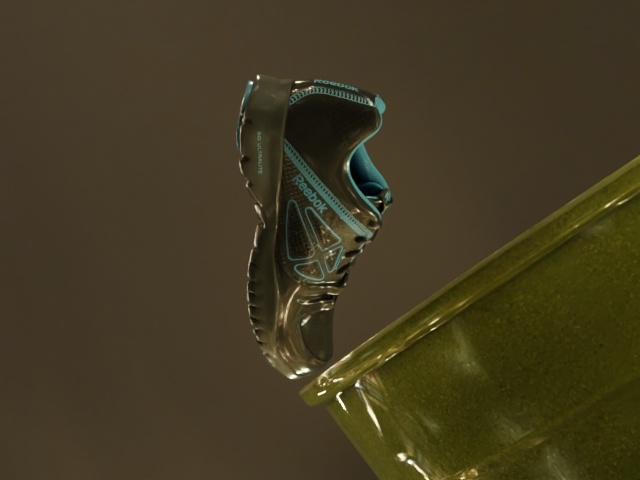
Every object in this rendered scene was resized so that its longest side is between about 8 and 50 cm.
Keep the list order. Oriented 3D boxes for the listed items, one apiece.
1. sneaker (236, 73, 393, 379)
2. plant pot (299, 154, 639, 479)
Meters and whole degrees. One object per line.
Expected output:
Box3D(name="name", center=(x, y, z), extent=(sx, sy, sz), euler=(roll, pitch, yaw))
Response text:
Box3D(name="sneaker", center=(0.000, 0.000, 1.486), extent=(0.140, 0.125, 0.340), euler=(1, -54, 7))
Box3D(name="plant pot", center=(0.236, 0.120, 0.734), extent=(0.366, 0.366, 0.353), euler=(-38, -98, 39))
